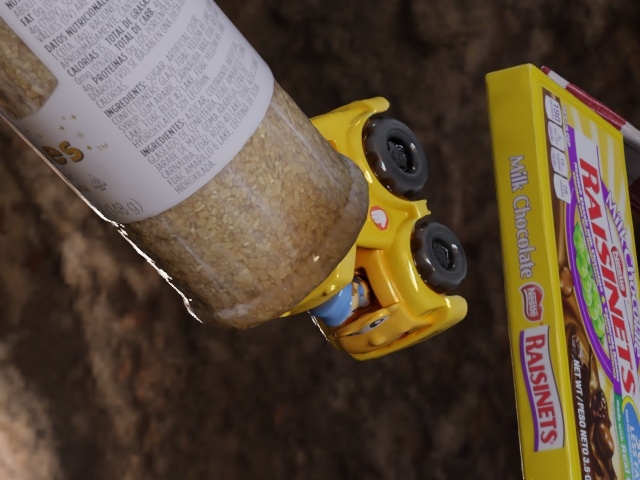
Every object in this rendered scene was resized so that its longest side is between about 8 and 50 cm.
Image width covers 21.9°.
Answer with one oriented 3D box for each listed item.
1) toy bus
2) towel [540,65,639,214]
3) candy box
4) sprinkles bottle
[{"bbox_3d":[0.000,0.000,1.418,0.149,0.211,0.220,-27,-98,34],"label":"toy bus"},{"bbox_3d":[0.385,-0.079,2.004,0.037,0.329,0.237,-53,173,-8],"label":"towel"},{"bbox_3d":[0.111,0.036,0.706,0.027,0.105,0.206,-13,-110,27],"label":"candy box"},{"bbox_3d":[-0.120,-0.108,0.793,0.121,0.355,0.121,-30,-148,21],"label":"sprinkles bottle"}]
